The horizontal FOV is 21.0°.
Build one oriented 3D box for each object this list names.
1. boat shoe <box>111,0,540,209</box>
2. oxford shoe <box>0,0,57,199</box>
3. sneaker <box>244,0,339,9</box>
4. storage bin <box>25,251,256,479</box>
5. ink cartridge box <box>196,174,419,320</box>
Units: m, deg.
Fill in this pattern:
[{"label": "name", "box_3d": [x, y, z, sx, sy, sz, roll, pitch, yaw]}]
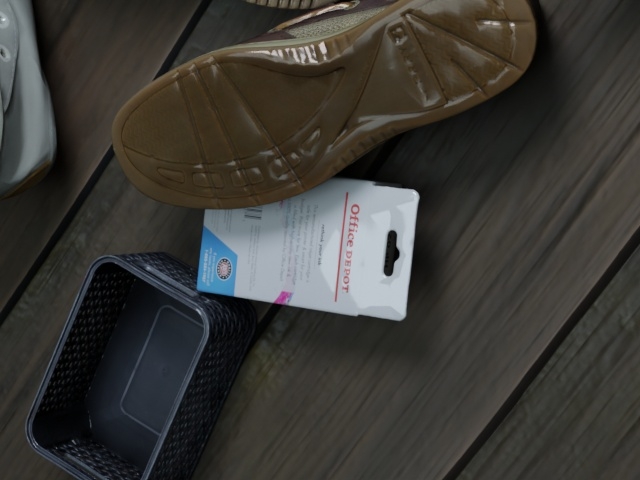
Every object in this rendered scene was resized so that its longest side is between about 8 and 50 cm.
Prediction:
[{"label": "boat shoe", "box_3d": [0.008, -0.120, 1.314, 0.342, 0.123, 0.123, -22, 101, 19]}, {"label": "oxford shoe", "box_3d": [-0.311, -0.225, 1.464, 0.169, 0.130, 0.449, -21, 68, 28]}, {"label": "sneaker", "box_3d": [-0.108, -0.260, 1.386, 0.282, 0.153, 0.099, 17, 97, -7]}, {"label": "storage bin", "box_3d": [-0.147, 0.110, 1.412, 0.122, 0.084, 0.180, 29, 103, 22]}, {"label": "ink cartridge box", "box_3d": [0.000, 0.000, 1.350, 0.181, 0.061, 0.104, 8, 95, 26]}]
